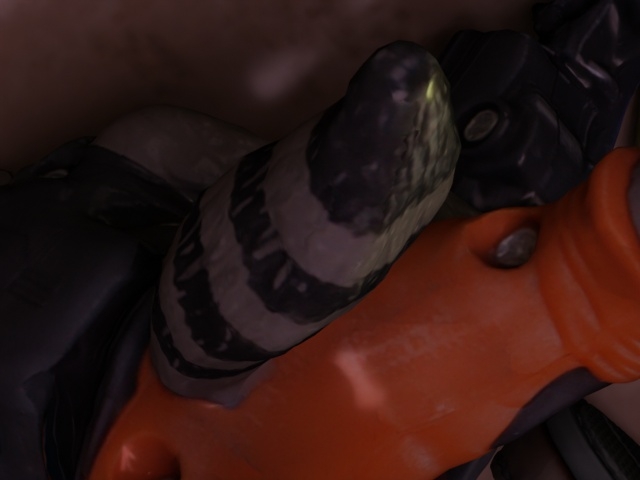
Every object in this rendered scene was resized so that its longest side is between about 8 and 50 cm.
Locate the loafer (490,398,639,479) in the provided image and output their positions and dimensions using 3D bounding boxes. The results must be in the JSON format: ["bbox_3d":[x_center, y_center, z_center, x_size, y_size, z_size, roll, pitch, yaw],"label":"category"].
[{"bbox_3d":[0.132,0.165,0.660,0.084,0.096,0.267,-37,113,13],"label":"loafer"}]

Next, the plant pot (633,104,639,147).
[{"bbox_3d":[0.240,0.004,0.498,0.276,0.254,0.276,0,102,-2],"label":"plant pot"}]

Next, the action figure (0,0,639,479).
[{"bbox_3d":[0.000,0.000,0.480,0.178,0.330,0.341,41,69,-25],"label":"action figure"}]
